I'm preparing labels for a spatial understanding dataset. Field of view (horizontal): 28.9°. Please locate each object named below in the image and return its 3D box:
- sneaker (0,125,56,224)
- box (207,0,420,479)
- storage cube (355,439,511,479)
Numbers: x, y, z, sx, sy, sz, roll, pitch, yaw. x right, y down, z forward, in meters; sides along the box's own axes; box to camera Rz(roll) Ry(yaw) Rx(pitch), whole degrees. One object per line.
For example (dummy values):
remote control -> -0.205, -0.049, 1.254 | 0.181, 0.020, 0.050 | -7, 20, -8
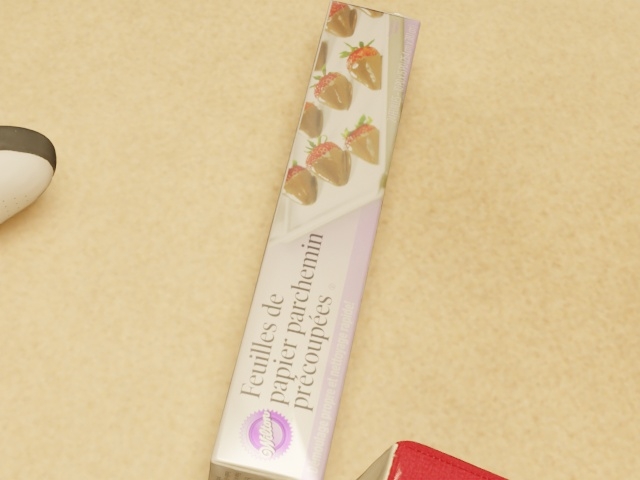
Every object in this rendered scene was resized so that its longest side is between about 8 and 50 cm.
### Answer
sneaker -> -0.262, 0.039, 0.692 | 0.270, 0.090, 0.145 | -18, 68, -12
box -> 0.000, 0.000, 0.756 | 0.063, 0.067, 0.324 | 13, 61, 0
storage cube -> 0.069, 0.230, 0.561 | 0.193, 0.184, 0.215 | 24, 63, -5
